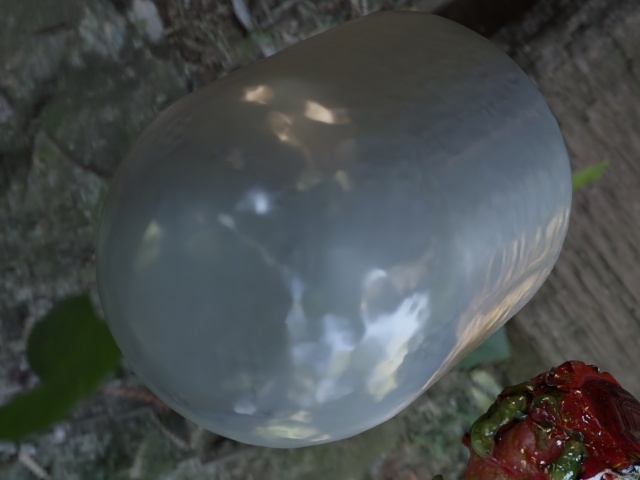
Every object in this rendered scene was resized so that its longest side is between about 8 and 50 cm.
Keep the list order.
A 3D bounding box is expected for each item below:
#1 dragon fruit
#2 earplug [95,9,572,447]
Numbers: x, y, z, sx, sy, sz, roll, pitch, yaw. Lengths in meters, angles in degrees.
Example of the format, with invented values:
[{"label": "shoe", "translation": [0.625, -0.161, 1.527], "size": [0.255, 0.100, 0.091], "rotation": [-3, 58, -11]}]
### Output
[{"label": "dragon fruit", "translation": [0.178, 0.190, 1.239], "size": [0.160, 0.166, 0.172], "rotation": [33, 119, -9]}, {"label": "earplug", "translation": [0.000, 0.000, 1.268], "size": [0.312, 0.394, 0.313], "rotation": [9, 111, 24]}]
